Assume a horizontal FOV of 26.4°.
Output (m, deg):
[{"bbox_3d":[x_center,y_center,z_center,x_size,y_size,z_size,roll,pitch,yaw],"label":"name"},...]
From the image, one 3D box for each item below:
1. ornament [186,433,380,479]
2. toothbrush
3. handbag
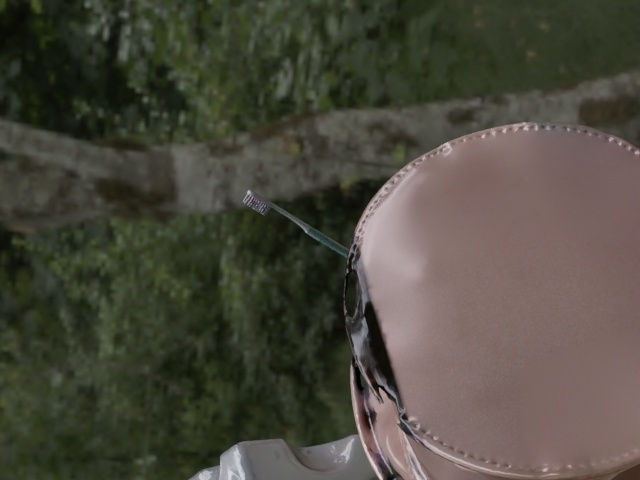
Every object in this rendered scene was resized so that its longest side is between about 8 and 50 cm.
[{"bbox_3d":[0.021,0.280,0.955,0.239,0.240,0.239,-44,52,52],"label":"ornament"},{"bbox_3d":[0.000,0.000,1.248,0.014,0.167,0.011,-57,19,5],"label":"toothbrush"},{"bbox_3d":[0.097,0.049,0.654,0.116,0.179,0.205,71,-176,-51],"label":"handbag"}]
